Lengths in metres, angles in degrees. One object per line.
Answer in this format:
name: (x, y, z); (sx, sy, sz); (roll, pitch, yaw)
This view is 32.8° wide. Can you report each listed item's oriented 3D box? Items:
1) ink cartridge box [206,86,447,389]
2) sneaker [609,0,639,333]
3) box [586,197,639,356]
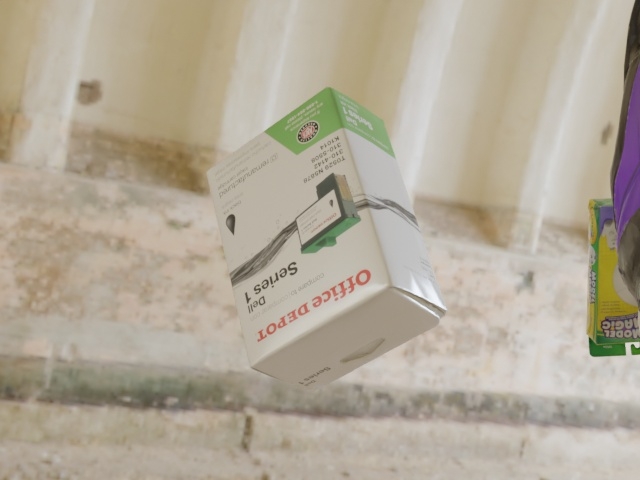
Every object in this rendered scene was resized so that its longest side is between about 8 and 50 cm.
ink cartridge box: (0.000, 0.000, 0.977); (0.160, 0.219, 0.093); (-33, -36, 24)
sneaker: (0.173, -0.087, 0.402); (0.102, 0.293, 0.146); (5, 47, -10)
box: (0.343, 0.043, 1.176); (0.105, 0.179, 0.043); (-3, 15, -2)
